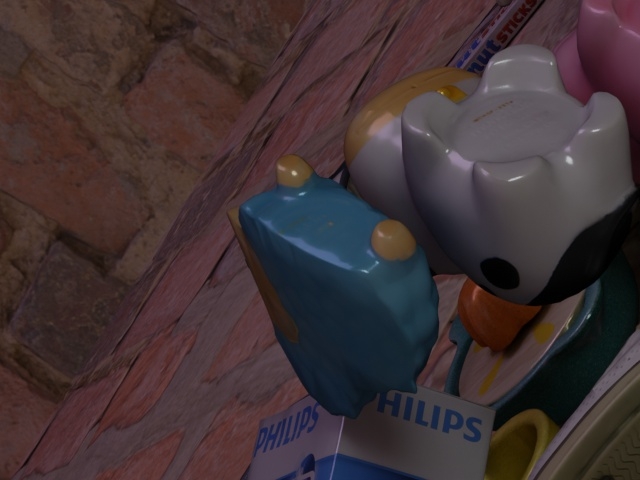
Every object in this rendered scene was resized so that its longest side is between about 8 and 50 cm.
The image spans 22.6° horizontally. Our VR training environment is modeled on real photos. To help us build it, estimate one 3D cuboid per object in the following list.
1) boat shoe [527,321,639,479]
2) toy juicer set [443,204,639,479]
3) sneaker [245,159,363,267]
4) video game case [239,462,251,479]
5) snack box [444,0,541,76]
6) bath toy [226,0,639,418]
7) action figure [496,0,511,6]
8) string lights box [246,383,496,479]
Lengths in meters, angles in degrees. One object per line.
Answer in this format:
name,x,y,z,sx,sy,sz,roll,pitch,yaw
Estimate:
boat shoe,0.178,0.035,0.587,0.302,0.113,0.103,-44,11,1
toy juicer set,0.136,0.017,0.831,0.209,0.089,0.329,-52,12,16
sneaker,0.001,0.001,1.381,0.163,0.086,0.226,-40,6,18
video game case,-0.060,0.251,1.118,0.196,0.026,0.274,-57,11,-8
snack box,0.144,-0.172,1.491,0.178,0.022,0.064,-51,14,17
bath toy,0.134,-0.052,0.682,0.348,0.129,0.151,-29,41,-14
action figure,0.220,-0.325,1.255,0.330,0.178,0.341,-50,11,-4
string lights box,-0.003,0.199,0.716,0.133,0.076,0.260,141,145,-64
